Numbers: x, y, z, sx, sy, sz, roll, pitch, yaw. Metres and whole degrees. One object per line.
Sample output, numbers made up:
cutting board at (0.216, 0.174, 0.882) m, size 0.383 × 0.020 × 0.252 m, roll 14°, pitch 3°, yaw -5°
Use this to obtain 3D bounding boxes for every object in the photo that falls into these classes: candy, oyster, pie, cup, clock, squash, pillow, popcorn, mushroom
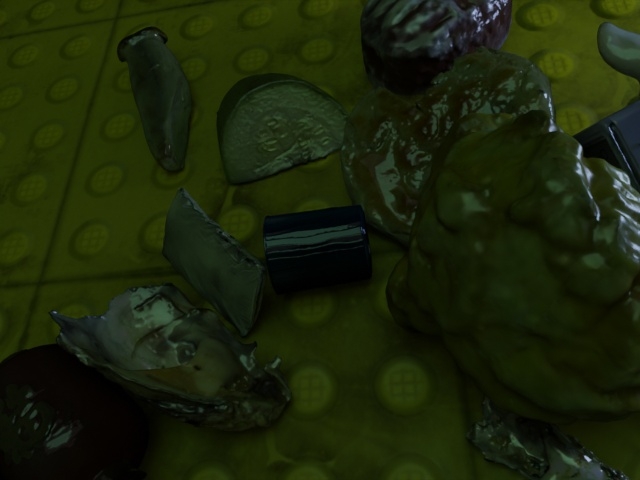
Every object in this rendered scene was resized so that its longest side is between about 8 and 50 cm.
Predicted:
candy at (0.196, -0.376, 1.026) m, size 0.289 × 0.157 × 0.214 m, roll -42°, pitch 63°, yaw -13°
oyster at (0.261, 0.250, 0.697) m, size 0.106 × 0.061 × 0.200 m, roll -47°, pitch 56°, yaw 4°
pie at (0.186, -0.135, 0.888) m, size 0.338 × 0.075 × 0.337 m, roll -8°, pitch 70°, yaw 24°
cup at (-0.002, -0.004, 0.870) m, size 0.138 × 0.113 × 0.150 m, roll -8°, pitch 59°, yaw 7°
clock at (0.392, -0.063, 0.753) m, size 0.073 × 0.144 × 0.193 m, roll -26°, pitch 87°, yaw -2°
squash at (-0.075, -0.220, 1.080) m, size 0.237 × 0.155 × 0.203 m, roll -19°, pitch 93°, yaw 0°
pillow at (-0.162, 0.029, 0.892) m, size 0.051 × 0.128 × 0.229 m, roll -13°, pitch 43°, yaw -46°
popcorn at (0.226, 0.040, 0.662) m, size 0.292 × 0.294 × 0.334 m, roll -50°, pitch 40°, yaw 6°
mushroom at (-0.295, -0.272, 1.126) m, size 0.107 × 0.087 × 0.333 m, roll -27°, pitch 60°, yaw 2°
oyster at (-0.203, 0.154, 0.808) m, size 0.275 × 0.100 × 0.271 m, roll -6°, pitch 45°, yaw -27°

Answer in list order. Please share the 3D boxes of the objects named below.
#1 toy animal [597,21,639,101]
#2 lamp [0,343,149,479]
toy animal at (0.510, -0.161, 0.766) m, size 0.196 × 0.241 × 0.367 m, roll -17°, pitch 57°, yaw 1°
lamp at (-0.332, 0.238, 0.765) m, size 0.258 × 0.180 × 0.180 m, roll 34°, pitch 72°, yaw 28°
